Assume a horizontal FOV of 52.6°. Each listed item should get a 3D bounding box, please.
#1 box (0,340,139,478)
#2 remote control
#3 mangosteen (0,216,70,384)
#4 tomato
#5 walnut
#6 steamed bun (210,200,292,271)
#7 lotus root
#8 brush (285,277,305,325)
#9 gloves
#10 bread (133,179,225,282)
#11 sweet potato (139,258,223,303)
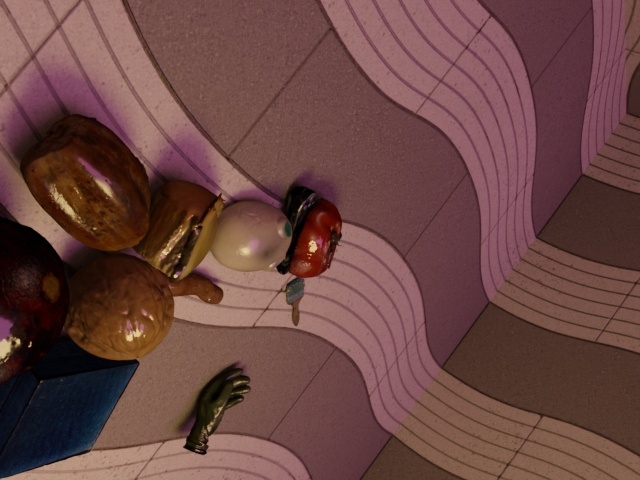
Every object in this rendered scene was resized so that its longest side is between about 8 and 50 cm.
[{"bbox_3d":[-0.563,0.346,1.370,0.261,0.116,0.279,-59,155,10],"label":"box"},{"bbox_3d":[-0.079,-0.027,1.745,0.090,0.066,0.266,-25,141,-52],"label":"remote control"},{"bbox_3d":[-0.564,0.125,1.051,0.306,0.306,0.360,-25,131,-38],"label":"mangosteen"},{"bbox_3d":[0.002,0.003,1.757,0.228,0.101,0.228,22,90,-77],"label":"tomato"},{"bbox_3d":[-0.412,0.140,1.324,0.228,0.228,0.228,-31,139,-32],"label":"walnut"},{"bbox_3d":[-0.159,-0.003,1.604,0.228,0.130,0.177,1,115,-49],"label":"steamed bun"},{"bbox_3d":[-0.412,-0.099,1.194,0.193,0.193,0.291,-45,142,-16],"label":"lotus root"},{"bbox_3d":[-0.076,0.195,1.964,0.070,0.021,0.196,-30,139,-30],"label":"brush"},{"bbox_3d":[-0.300,0.480,1.844,0.268,0.107,0.135,-54,179,-24],"label":"gloves"},{"bbox_3d":[-0.298,-0.036,1.383,0.204,0.162,0.262,-57,-172,-2],"label":"bread"},{"bbox_3d":[-0.333,0.106,1.541,0.281,0.059,0.067,21,92,-56],"label":"sweet potato"}]
